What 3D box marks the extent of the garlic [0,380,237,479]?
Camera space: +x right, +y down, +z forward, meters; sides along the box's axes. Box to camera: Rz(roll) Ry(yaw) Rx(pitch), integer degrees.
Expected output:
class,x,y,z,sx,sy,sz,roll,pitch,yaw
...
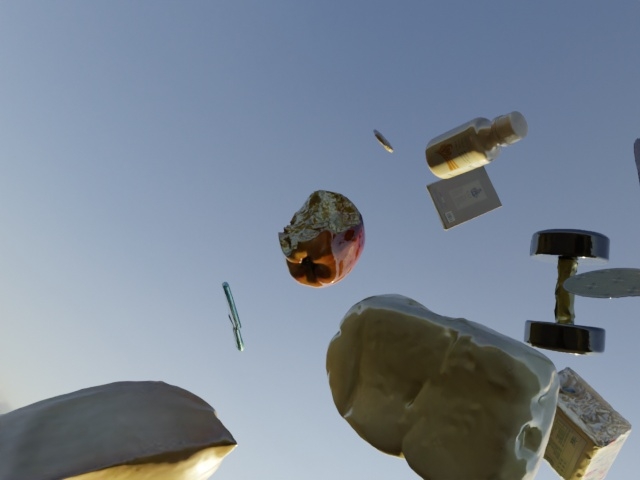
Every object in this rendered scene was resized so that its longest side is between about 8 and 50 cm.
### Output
class,x,y,z,sx,sy,sz,roll,pitch,yaw
garlic,-0.262,0.210,0.515,0.196,0.339,0.151,-32,-120,39

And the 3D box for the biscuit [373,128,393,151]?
class,x,y,z,sx,sy,sz,roll,pitch,yaw
biscuit,0.174,-0.280,1.488,0.018,0.147,0.071,-42,-78,13

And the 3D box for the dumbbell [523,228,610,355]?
class,x,y,z,sx,sy,sz,roll,pitch,yaw
dumbbell,0.672,0.141,1.452,0.204,0.204,0.322,0,-100,46

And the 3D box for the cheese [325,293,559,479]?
class,x,y,z,sx,sy,sz,roll,pitch,yaw
cheese,0.108,0.148,0.551,0.263,0.093,0.159,17,-86,51

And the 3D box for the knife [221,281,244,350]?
class,x,y,z,sx,sy,sz,roll,pitch,yaw
knife,-0.053,0.048,0.326,0.014,0.005,0.091,58,-19,29

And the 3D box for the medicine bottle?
class,x,y,z,sx,sy,sz,roll,pitch,yaw
medicine bottle,0.377,-0.236,1.287,0.252,0.114,0.114,-20,-79,54

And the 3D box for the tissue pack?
class,x,y,z,sx,sy,sz,roll,pitch,yaw
tissue pack,0.461,0.348,0.972,0.148,0.092,0.196,51,-20,43

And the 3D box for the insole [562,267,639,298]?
class,x,y,z,sx,sy,sz,roll,pitch,yaw
insole,0.626,0.081,1.017,0.322,0.109,0.007,-4,-61,50

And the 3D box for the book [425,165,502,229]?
class,x,y,z,sx,sy,sz,roll,pitch,yaw
book,0.405,-0.125,1.502,0.138,0.199,0.016,67,-17,5

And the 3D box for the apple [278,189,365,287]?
class,x,y,z,sx,sy,sz,roll,pitch,yaw
apple,0.001,0.007,0.955,0.156,0.158,0.147,2,-39,26

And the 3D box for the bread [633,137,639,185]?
class,x,y,z,sx,sy,sz,roll,pitch,yaw
bread,0.385,-0.090,0.589,0.043,0.108,0.062,11,-35,2
